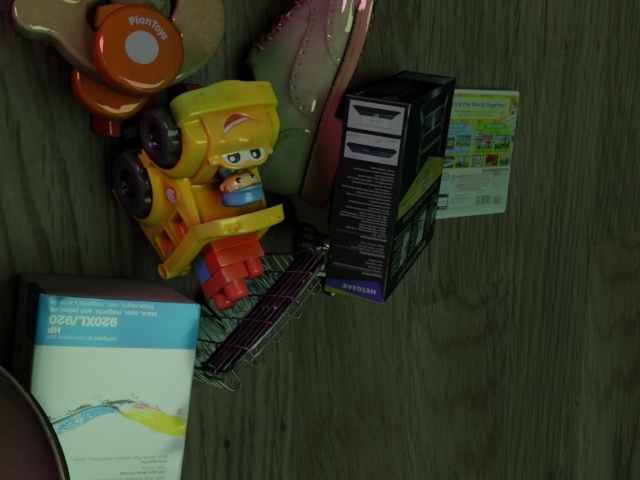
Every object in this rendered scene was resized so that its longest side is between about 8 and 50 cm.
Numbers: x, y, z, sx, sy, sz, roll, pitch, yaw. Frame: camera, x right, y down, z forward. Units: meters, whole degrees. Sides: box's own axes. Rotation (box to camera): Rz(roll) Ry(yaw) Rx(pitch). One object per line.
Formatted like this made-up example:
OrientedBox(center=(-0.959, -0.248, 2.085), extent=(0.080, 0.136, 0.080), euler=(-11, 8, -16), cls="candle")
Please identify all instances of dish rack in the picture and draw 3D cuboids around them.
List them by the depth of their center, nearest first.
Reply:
OrientedBox(center=(-0.090, 0.095, 1.052), extent=(0.074, 0.271, 0.208), euler=(47, 68, -19), cls="dish rack")

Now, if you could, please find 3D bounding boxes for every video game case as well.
OrientedBox(center=(0.230, -0.140, 1.419), extent=(0.227, 0.026, 0.206), euler=(-6, 106, -39), cls="video game case")

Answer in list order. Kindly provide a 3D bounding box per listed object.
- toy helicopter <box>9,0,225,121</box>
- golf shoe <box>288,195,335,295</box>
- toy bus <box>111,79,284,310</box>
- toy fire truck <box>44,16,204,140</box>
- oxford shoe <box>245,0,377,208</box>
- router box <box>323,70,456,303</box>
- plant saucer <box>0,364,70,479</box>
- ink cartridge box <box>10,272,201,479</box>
OrientedBox(center=(-0.240, -0.303, 0.862), extent=(0.355, 0.140, 0.235), euler=(40, 70, -17), cls="toy helicopter")
OrientedBox(center=(0.000, 0.000, 1.225), extent=(0.094, 0.077, 0.198), euler=(-50, 128, -18), cls="golf shoe")
OrientedBox(center=(-0.113, -0.040, 0.972), extent=(0.150, 0.220, 0.211), euler=(-14, 72, -36), cls="toy bus")
OrientedBox(center=(-0.212, -0.184, 1.006), extent=(0.192, 0.047, 0.135), euler=(-10, 107, -40), cls="toy fire truck")
OrientedBox(center=(-0.015, -0.243, 1.081), extent=(0.147, 0.140, 0.396), euler=(13, 99, 1), cls="oxford shoe")
OrientedBox(center=(0.098, -0.084, 1.152), extent=(0.309, 0.081, 0.242), euler=(-40, 138, -66), cls="router box")
OrientedBox(center=(-0.354, 0.248, 0.857), extent=(0.050, 0.311, 0.310), euler=(-2, 105, -65), cls="plant saucer")
OrientedBox(center=(-0.244, 0.164, 0.959), extent=(0.168, 0.171, 0.232), euler=(5, 93, -26), cls="ink cartridge box")
